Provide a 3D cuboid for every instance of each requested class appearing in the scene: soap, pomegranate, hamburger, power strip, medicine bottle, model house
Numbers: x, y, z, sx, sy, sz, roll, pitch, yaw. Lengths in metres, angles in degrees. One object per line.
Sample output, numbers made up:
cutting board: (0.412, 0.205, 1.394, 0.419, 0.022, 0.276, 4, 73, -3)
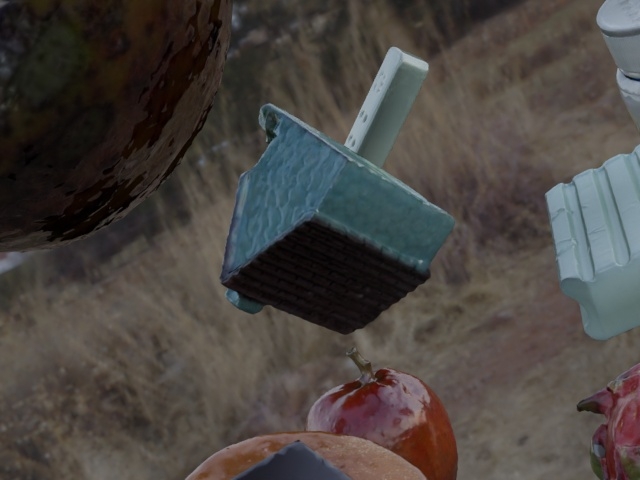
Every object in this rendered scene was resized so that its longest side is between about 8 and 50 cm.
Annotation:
soap: (0.267, -0.005, 0.997, 0.119, 0.066, 0.198, -28, 20, 19)
pomegranate: (-0.198, -0.069, 0.525, 0.340, 0.285, 0.285, -65, 12, -2)
hamburger: (-0.013, 0.326, 1.039, 0.291, 0.225, 0.291, 3, 28, -2)
power strip: (0.066, -0.131, 1.888, 0.385, 0.062, 0.091, -64, 16, 15)
medicine bottle: (0.399, -0.153, 1.210, 0.143, 0.258, 0.143, -25, 29, 15)
model house: (0.000, 0.000, 1.550, 0.248, 0.280, 0.230, -57, 41, 7)

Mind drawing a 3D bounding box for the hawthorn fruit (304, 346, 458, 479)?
hawthorn fruit: (0.072, 0.255, 1.459, 0.205, 0.253, 0.205, -10, 22, 4)

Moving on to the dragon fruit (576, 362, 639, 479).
dragon fruit: (0.430, 0.231, 1.272, 0.303, 0.237, 0.231, -43, 0, -39)
